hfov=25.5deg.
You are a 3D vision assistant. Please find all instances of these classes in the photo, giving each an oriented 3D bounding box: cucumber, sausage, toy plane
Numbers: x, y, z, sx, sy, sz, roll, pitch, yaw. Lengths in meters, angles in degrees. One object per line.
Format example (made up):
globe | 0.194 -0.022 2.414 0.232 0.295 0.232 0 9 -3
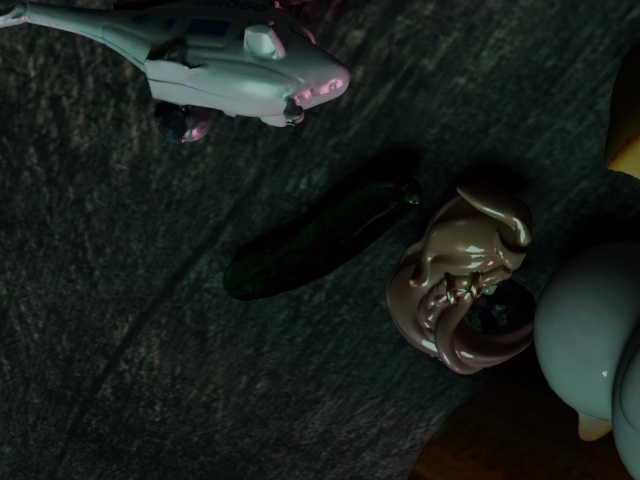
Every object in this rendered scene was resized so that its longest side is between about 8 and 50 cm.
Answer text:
cucumber | 0.000 0.000 1.119 0.056 0.056 0.284 30 149 -21
sausage | 0.237 0.259 1.150 0.287 0.233 0.233 21 161 50
toy plane | -0.113 -0.137 0.905 0.273 0.107 0.182 21 144 1

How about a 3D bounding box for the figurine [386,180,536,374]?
figurine | 0.104 0.026 1.051 0.114 0.126 0.157 -15 145 -2

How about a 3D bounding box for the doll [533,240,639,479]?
doll | 0.257 0.063 0.997 0.221 0.221 0.251 19 123 -4

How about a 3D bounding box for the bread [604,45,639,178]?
bread | 0.238 -0.116 0.786 0.049 0.088 0.226 26 149 -11
